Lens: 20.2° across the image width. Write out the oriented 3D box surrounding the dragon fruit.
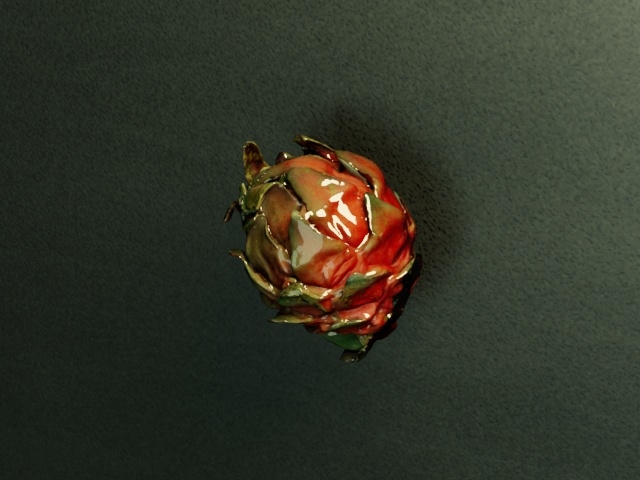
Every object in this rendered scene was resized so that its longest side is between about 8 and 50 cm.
[{"bbox_3d":[0.007,0.005,1.681,0.182,0.182,0.188,-9,150,41],"label":"dragon fruit"}]
